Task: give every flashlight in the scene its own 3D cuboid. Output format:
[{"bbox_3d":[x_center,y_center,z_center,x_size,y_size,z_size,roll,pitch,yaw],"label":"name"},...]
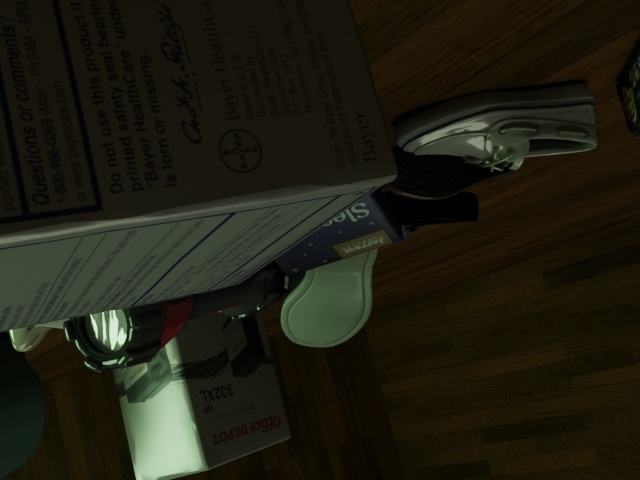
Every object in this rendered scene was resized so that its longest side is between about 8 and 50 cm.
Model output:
[{"bbox_3d":[-0.152,0.071,0.947,0.103,0.103,0.304,15,-169,24],"label":"flashlight"}]

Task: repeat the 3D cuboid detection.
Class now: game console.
[{"bbox_3d":[0.129,-0.036,1.177,0.213,0.044,0.361,-4,179,21],"label":"game console"}]

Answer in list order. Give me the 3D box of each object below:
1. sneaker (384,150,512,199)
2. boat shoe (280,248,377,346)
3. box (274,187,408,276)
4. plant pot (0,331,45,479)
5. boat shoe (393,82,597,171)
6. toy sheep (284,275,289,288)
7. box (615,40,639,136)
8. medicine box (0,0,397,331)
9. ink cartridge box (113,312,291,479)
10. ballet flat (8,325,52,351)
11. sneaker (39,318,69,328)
[{"bbox_3d":[0.149,-0.080,0.999,0.188,0.066,0.071,-9,174,-23],"label":"sneaker"},{"bbox_3d":[0.015,0.026,1.011,0.114,0.091,0.303,7,142,-10],"label":"boat shoe"},{"bbox_3d":[-0.006,-0.031,0.828,0.136,0.037,0.225,-18,142,18],"label":"box"},{"bbox_3d":[-0.596,0.266,1.159,0.341,0.341,0.334,-19,177,25],"label":"plant pot"},{"bbox_3d":[0.191,-0.110,0.856,0.226,0.076,0.083,-13,170,-11],"label":"boat shoe"},{"bbox_3d":[-0.048,0.036,1.313,0.132,0.091,0.091,1,-178,38],"label":"toy sheep"},{"bbox_3d":[0.444,-0.200,0.752,0.295,0.073,0.293,-16,169,8],"label":"box"},{"bbox_3d":[-0.150,-0.045,0.490,0.289,0.149,0.263,-9,169,-27],"label":"medicine box"},{"bbox_3d":[-0.180,0.168,1.191,0.129,0.308,0.223,-19,170,26],"label":"ink cartridge box"},{"bbox_3d":[-0.413,0.097,1.036,0.315,0.106,0.107,-13,170,-10],"label":"ballet flat"},{"bbox_3d":[-0.301,0.049,0.925,0.290,0.106,0.123,-9,171,-24],"label":"sneaker"}]
